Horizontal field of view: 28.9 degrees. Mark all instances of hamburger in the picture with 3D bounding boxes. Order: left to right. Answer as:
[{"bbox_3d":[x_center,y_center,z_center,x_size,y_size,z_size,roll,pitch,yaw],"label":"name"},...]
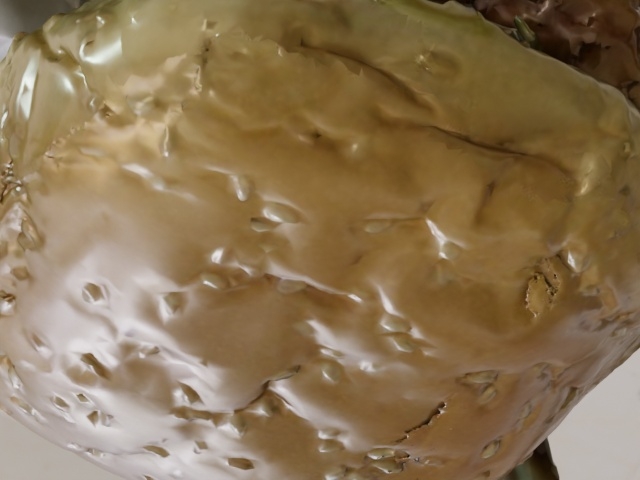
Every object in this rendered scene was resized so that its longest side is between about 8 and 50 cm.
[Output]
[{"bbox_3d":[-0.001,0.000,0.457,0.144,0.260,0.283,-80,12,-45],"label":"hamburger"}]

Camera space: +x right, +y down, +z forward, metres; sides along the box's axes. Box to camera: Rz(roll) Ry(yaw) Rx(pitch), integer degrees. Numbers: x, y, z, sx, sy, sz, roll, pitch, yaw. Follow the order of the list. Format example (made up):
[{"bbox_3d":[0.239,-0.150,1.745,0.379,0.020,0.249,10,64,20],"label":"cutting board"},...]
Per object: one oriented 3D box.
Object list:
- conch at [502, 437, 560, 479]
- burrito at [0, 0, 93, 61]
[{"bbox_3d":[0.003,0.219,0.746,0.197,0.249,0.368,-22,-47,-31],"label":"conch"},{"bbox_3d":[-0.122,-0.292,0.480,0.139,0.101,0.445,3,-86,-60],"label":"burrito"}]
